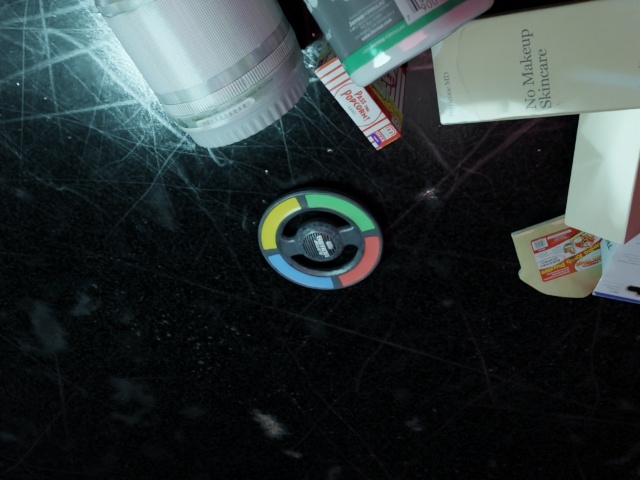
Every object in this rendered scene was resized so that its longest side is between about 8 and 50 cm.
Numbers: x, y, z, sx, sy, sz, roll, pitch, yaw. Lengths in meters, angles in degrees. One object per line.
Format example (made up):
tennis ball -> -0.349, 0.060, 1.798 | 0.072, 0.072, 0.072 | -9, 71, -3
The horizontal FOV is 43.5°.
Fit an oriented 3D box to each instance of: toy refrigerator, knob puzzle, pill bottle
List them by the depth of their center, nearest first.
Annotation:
pill bottle -> 0.039, -0.391, 0.976 | 0.204, 0.204, 0.361 | -28, 97, 28
toy refrigerator -> 0.445, -0.142, 1.186 | 0.102, 0.094, 0.270 | 25, 127, 39
knob puzzle -> 0.437, 0.025, 1.400 | 0.213, 0.030, 0.213 | -2, 128, -3

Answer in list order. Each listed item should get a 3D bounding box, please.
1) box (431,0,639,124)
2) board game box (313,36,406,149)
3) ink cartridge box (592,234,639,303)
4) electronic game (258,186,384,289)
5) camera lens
box -> 0.315, -0.243, 1.070 | 0.311, 0.121, 0.148 | -1, 107, 35
board game box -> 0.062, -0.241, 1.150 | 0.045, 0.193, 0.147 | -28, 120, 27
ink cartridge box -> 0.573, -0.038, 1.295 | 0.165, 0.065, 0.333 | 11, 125, -7
electronic game -> 0.000, 0.000, 1.446 | 0.229, 0.048, 0.229 | 5, 128, 6
camera lens -> -0.164, -0.298, 1.125 | 0.219, 0.219, 0.274 | -18, 123, 22
